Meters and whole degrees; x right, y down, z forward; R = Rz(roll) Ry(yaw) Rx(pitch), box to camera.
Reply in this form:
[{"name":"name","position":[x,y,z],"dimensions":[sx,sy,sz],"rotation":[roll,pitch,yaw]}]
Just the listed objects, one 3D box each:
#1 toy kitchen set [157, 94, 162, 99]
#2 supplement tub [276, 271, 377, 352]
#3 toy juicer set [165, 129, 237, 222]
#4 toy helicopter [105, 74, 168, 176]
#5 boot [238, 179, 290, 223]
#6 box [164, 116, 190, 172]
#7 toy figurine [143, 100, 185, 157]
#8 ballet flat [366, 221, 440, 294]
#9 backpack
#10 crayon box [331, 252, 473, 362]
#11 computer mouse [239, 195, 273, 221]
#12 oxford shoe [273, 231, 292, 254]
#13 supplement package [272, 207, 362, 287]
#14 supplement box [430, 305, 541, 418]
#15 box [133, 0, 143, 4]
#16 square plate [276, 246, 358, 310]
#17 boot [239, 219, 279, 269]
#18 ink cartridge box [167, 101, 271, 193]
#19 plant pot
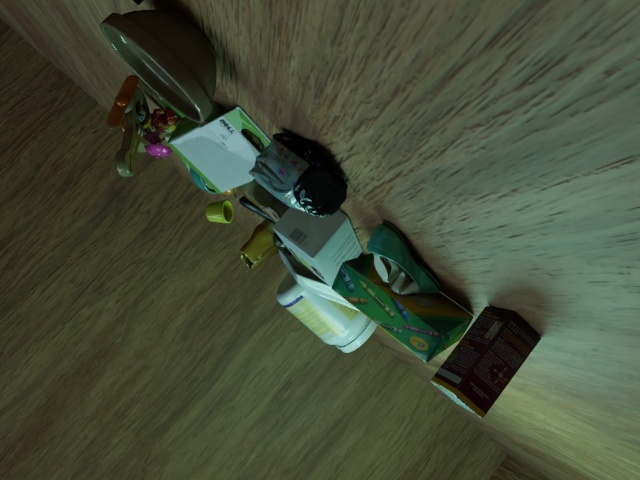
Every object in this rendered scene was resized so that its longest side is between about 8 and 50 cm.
[{"name":"toy kitchen set","position":[-0.345,-0.351,1.457],"dimensions":[0.075,0.068,0.083],"rotation":[42,172,-8]},{"name":"supplement tub","position":[0.031,0.225,2.174],"dimensions":[0.331,0.241,0.241],"rotation":[43,171,-13]},{"name":"toy juicer set","position":[-0.301,-0.223,1.680],"dimensions":[0.089,0.209,0.329],"rotation":[-3,135,20]},{"name":"toy helicopter","position":[-0.592,-0.352,1.879],"dimensions":[0.235,0.140,0.355],"rotation":[83,-177,-51]},{"name":"boot","position":[-0.135,-0.111,1.673],"dimensions":[0.283,0.109,0.220],"rotation":[33,-175,-37]},{"name":"box","position":[-0.368,-0.266,1.736],"dimensions":[0.179,0.043,0.105],"rotation":[61,-152,-18]},{"name":"toy figurine","position":[-0.488,-0.336,1.850],"dimensions":[0.173,0.159,0.130],"rotation":[38,171,19]},{"name":"ballet flat","position":[0.168,0.062,1.263],"dimensions":[0.083,0.087,0.247],"rotation":[30,166,50]},{"name":"backpack","position":[-0.051,-0.128,1.164],"dimensions":[0.182,0.115,0.152],"rotation":[38,174,34]},{"name":"crayon box","position":[0.183,0.139,1.346],"dimensions":[0.278,0.081,0.165],"rotation":[36,-153,25]},{"name":"computer mouse","position":[-0.141,-0.090,1.931],"dimensions":[0.272,0.072,0.188],"rotation":[32,176,-37]},{"name":"oxford shoe","position":[-0.082,0.008,1.756],"dimensions":[0.083,0.096,0.227],"rotation":[46,-162,17]},{"name":"supplement package","position":[0.000,0.000,1.518],"dimensions":[0.139,0.134,0.244],"rotation":[37,171,23]},{"name":"supplement box","position":[0.310,0.225,1.128],"dimensions":[0.081,0.188,0.104],"rotation":[41,172,-11]},{"name":"box","position":[-0.363,-0.482,1.006],"dimensions":[0.162,0.029,0.116],"rotation":[41,172,-11]},{"name":"square plate","position":[0.043,0.131,1.786],"dimensions":[0.347,0.049,0.344],"rotation":[22,-173,-17]},{"name":"boot","position":[-0.191,0.028,2.233],"dimensions":[0.104,0.211,0.295],"rotation":[37,171,27]},{"name":"ink cartridge box","position":[-0.204,-0.234,1.416],"dimensions":[0.255,0.097,0.189],"rotation":[-16,131,38]},{"name":"plant pot","position":[-0.267,-0.333,1.075],"dimensions":[0.237,0.110,0.237],"rotation":[39,171,7]}]
